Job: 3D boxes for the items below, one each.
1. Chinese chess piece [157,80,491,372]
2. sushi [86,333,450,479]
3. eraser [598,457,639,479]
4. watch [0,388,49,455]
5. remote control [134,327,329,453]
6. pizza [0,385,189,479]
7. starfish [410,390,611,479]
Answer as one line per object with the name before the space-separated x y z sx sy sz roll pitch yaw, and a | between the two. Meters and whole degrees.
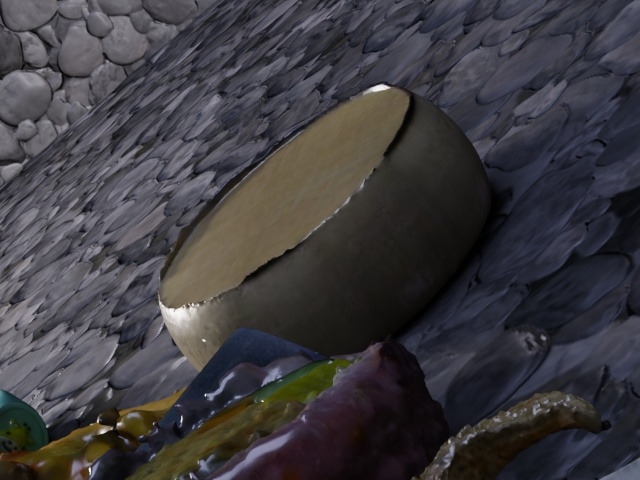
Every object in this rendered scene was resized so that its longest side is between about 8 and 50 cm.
Chinese chess piece | 0.000 0.000 1.218 0.250 0.103 0.250 -36 17 13
sushi | -0.036 0.138 0.874 0.241 0.107 0.161 -31 9 -33
eraser | 0.174 0.093 0.507 0.404 0.096 0.098 -33 29 17
watch | -0.323 0.214 1.448 0.195 0.068 0.237 -28 19 41
remote control | -0.106 0.197 0.954 0.107 0.044 0.377 19 51 25
pizza | -0.274 0.219 1.076 0.440 0.130 0.406 -32 -1 32
starfish | 0.034 0.192 0.691 0.299 0.060 0.302 -20 34 27
